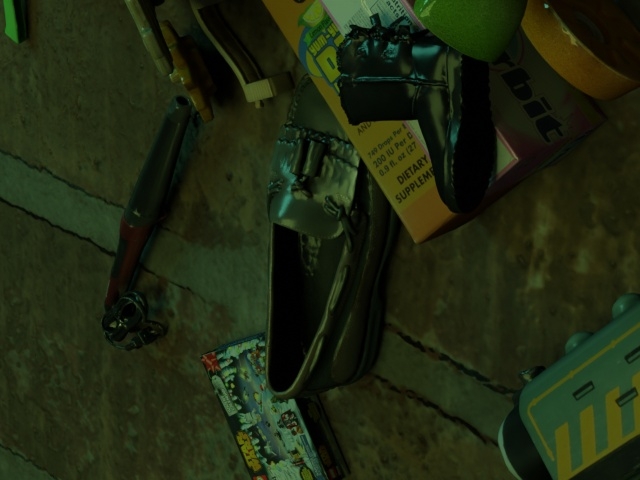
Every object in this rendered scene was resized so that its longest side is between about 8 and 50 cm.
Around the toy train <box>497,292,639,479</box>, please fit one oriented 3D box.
[{"bbox_3d":[0.244,0.111,1.070,0.334,0.142,0.190,-45,63,46],"label":"toy train"}]

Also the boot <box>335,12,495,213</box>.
[{"bbox_3d":[0.057,-0.081,1.059,0.099,0.045,0.121,8,105,38],"label":"boot"}]

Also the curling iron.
[{"bbox_3d":[-0.142,-0.012,1.436,0.068,0.035,0.274,35,129,22],"label":"curling iron"}]

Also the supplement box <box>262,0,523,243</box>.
[{"bbox_3d":[0.047,-0.119,1.185,0.078,0.080,0.233,-40,77,43],"label":"supplement box"}]

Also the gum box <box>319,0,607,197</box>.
[{"bbox_3d":[0.090,-0.126,1.119,0.188,0.107,0.062,56,135,9],"label":"gum box"}]

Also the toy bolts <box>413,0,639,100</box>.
[{"bbox_3d":[0.149,-0.220,1.015,0.158,0.218,0.228,-44,43,30],"label":"toy bolts"}]

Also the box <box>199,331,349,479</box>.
[{"bbox_3d":[-0.040,0.146,1.413,0.094,0.027,0.137,-21,93,47],"label":"box"}]

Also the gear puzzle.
[{"bbox_3d":[-0.134,-0.217,1.238,0.175,0.044,0.339,-112,-1,-50],"label":"gear puzzle"}]

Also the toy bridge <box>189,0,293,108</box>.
[{"bbox_3d":[-0.075,-0.192,1.302,0.063,0.026,0.188,-8,102,47],"label":"toy bridge"}]

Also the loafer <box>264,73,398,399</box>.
[{"bbox_3d":[0.000,0.000,1.272,0.096,0.084,0.267,19,120,37],"label":"loafer"}]

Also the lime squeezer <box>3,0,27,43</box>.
[{"bbox_3d":[-0.245,-0.304,1.392,0.110,0.059,0.310,49,133,16],"label":"lime squeezer"}]
